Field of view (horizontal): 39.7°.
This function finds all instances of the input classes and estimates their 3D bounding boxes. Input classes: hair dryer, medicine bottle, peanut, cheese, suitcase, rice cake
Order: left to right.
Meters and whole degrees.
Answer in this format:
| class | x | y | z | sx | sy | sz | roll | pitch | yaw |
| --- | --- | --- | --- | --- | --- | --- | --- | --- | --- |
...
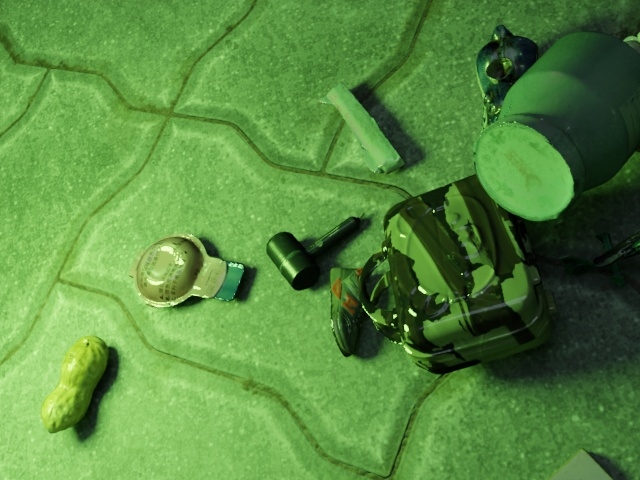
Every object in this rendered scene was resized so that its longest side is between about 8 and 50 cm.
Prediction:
| class | x | y | z | sx | sy | sz | roll | pitch | yaw |
| --- | --- | --- | --- | --- | --- | --- | --- | --- | --- |
| peanut | -0.533 | 0.312 | 1.925 | 0.098 | 0.103 | 0.229 | 0 | 61 | 39 |
| cheese | -0.302 | 0.071 | 1.966 | 0.286 | 0.074 | 0.189 | 8 | 68 | 24 |
| hair dryer | 0.000 | 0.000 | 1.877 | 0.219 | 0.071 | 0.124 | -34 | 55 | -4 |
| rice cake | 0.089 | -0.246 | 1.970 | 0.081 | 0.051 | 0.290 | -31 | 54 | -4 |
| suitcase | 0.240 | 0.070 | 1.650 | 0.339 | 0.194 | 0.351 | -20 | 49 | 17 |
| medicine bottle | 0.424 | -0.195 | 1.558 | 0.245 | 0.245 | 0.290 | 26 | 53 | 33 |

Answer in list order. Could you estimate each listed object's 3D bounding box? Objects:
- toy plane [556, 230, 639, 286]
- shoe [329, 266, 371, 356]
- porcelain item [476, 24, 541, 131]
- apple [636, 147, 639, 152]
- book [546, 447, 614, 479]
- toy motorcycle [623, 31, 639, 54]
| class | x | y | z | sx | sy | sz | roll | pitch | yaw |
| --- | --- | --- | --- | --- | --- | --- | --- | --- | --- |
| toy plane | 0.609 | -0.011 | 1.554 | 0.382 | 0.155 | 0.106 | -25 | 56 | 31 |
| shoe | 0.063 | 0.136 | 1.770 | 0.077 | 0.074 | 0.194 | -11 | 58 | 13 |
| porcelain item | 0.375 | -0.305 | 1.792 | 0.138 | 0.186 | 0.288 | -7 | 60 | 23 |
| apple | 0.630 | -0.247 | 1.664 | 0.158 | 0.156 | 0.147 | 11 | 71 | 54 |
| book | 0.404 | 0.476 | 1.460 | 0.231 | 0.026 | 0.161 | -41 | 56 | 0 |
| toy motorcycle | 0.691 | -0.409 | 1.748 | 0.254 | 0.112 | 0.112 | -25 | 57 | 12 |
